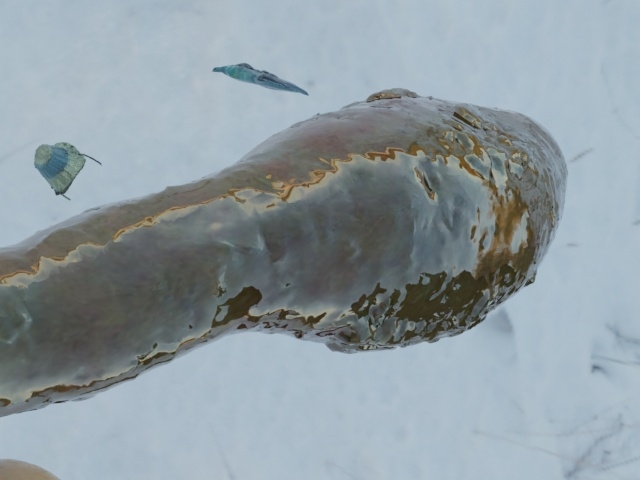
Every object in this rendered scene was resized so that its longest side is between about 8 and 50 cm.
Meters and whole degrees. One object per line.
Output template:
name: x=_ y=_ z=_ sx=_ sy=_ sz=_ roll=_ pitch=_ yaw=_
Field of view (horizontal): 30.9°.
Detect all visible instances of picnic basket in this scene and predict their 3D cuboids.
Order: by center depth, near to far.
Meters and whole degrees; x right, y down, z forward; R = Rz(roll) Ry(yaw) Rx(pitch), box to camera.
picnic basket: x=-0.327 y=-0.090 z=1.475 sx=0.065 sy=0.083 sz=0.083 roll=-53 pitch=140 yaw=6

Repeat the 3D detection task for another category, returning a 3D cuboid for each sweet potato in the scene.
sweet potato: x=0.000 y=0.000 z=0.447 sx=0.385 sy=0.109 sz=0.109 roll=-16 pitch=106 yaw=-50

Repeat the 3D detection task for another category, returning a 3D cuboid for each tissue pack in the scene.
tissue pack: x=-0.085 y=-0.228 z=1.622 sx=0.085 sy=0.138 sz=0.027 roll=11 pitch=100 yaw=-38

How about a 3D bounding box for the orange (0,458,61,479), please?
orange: x=-0.203 y=0.211 z=0.713 sx=0.134 sy=0.157 sz=0.156 roll=29 pitch=80 yaw=-39
